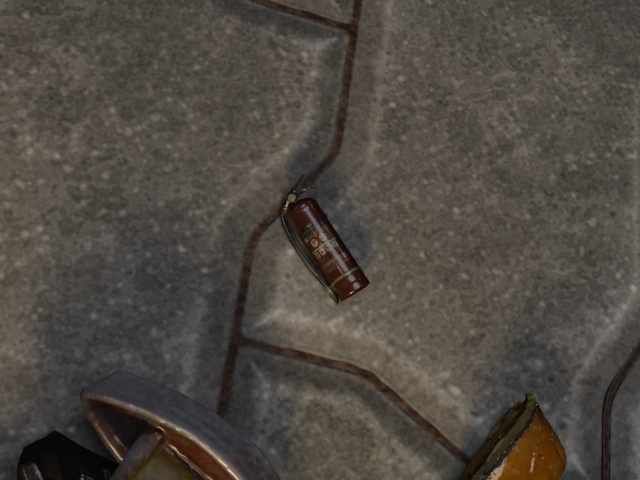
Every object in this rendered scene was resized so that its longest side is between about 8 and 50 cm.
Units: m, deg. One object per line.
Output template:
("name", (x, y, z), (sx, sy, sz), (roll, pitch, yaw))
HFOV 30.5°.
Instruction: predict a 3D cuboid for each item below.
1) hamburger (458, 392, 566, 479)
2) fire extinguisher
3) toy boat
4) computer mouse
("hamburger", (0.237, 0.269, 1.370), (0.102, 0.087, 0.176), (40, 56, 3))
("fire extinguisher", (0.000, 0.000, 1.437), (0.064, 0.043, 0.158), (-36, 78, 12))
("toy boat", (-0.141, 0.285, 1.158), (0.276, 0.111, 0.293), (33, 35, -22))
("computer mouse", (-0.247, 0.258, 1.188), (0.172, 0.057, 0.099), (34, 23, -45))
